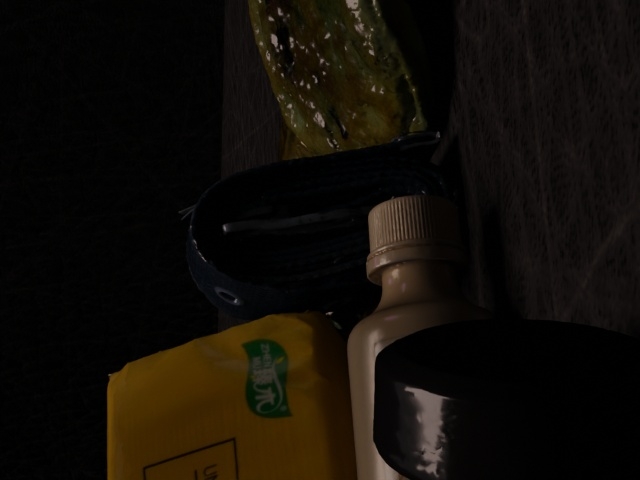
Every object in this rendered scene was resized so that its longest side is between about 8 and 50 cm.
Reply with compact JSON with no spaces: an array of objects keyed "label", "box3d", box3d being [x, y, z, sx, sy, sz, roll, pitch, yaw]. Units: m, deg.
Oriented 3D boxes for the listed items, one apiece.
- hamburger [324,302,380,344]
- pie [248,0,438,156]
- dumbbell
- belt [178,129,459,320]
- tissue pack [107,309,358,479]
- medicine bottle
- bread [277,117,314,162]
[{"label":"hamburger","box3d":[0.003,0.082,1.503,0.215,0.122,0.189,-99,9,-53]},{"label":"pie","box3d":[0.003,-0.199,1.285,0.323,0.071,0.323,57,162,30]},{"label":"dumbbell","box3d":[0.101,0.158,0.732,0.152,0.153,0.218,-127,37,-76]},{"label":"belt","box3d":[0.000,0.000,1.171,0.128,0.218,0.122,114,145,-68]},{"label":"tissue pack","box3d":[-0.019,0.294,1.127,0.293,0.228,0.381,57,-163,-46]},{"label":"medicine bottle","box3d":[0.076,0.094,1.019,0.114,0.114,0.252,110,157,-69]},{"label":"bread","box3d":[0.003,-0.132,1.577,0.087,0.098,0.269,-50,-11,-24]}]
